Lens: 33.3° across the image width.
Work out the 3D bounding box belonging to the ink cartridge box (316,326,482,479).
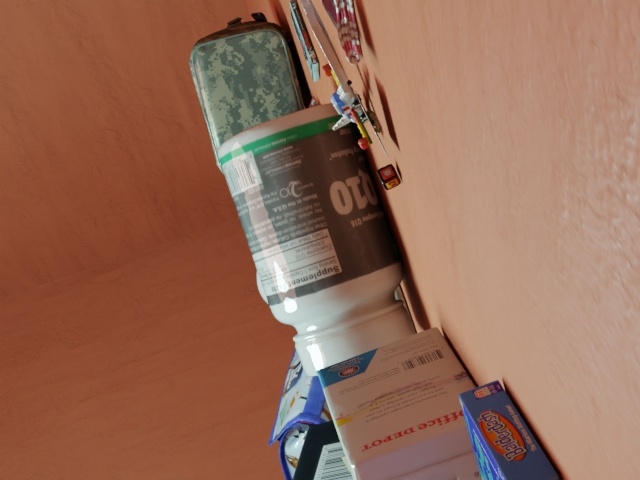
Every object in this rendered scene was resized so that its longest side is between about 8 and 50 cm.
[{"bbox_3d":[0.115,0.249,1.298,0.232,0.171,0.168,-114,5,-67],"label":"ink cartridge box"}]

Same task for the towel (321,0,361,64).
[{"bbox_3d":[0.002,-0.309,1.202,0.197,0.029,0.144,74,177,-55],"label":"towel"}]

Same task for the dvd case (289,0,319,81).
[{"bbox_3d":[-0.027,-0.336,1.800,0.087,0.013,0.119,85,165,-80],"label":"dvd case"}]

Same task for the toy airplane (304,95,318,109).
[{"bbox_3d":[0.002,-0.198,2.021,0.151,0.028,0.151,159,90,-89],"label":"toy airplane"}]

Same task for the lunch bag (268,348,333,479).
[{"bbox_3d":[0.027,0.382,2.445,0.385,0.239,0.327,78,-158,-48],"label":"lunch bag"}]

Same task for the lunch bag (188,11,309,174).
[{"bbox_3d":[-0.141,-0.306,2.222,0.256,0.213,0.305,-104,-1,-75],"label":"lunch bag"}]

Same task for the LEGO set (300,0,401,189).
[{"bbox_3d":[0.020,-0.172,1.251,0.244,0.060,0.182,59,-172,-31],"label":"LEGO set"}]

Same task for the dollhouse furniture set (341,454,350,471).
[{"bbox_3d":[0.087,0.342,1.744,0.161,0.182,0.101,-14,108,49],"label":"dollhouse furniture set"}]

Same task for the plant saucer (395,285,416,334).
[{"bbox_3d":[0.085,0.126,1.881,0.400,0.101,0.400,160,90,-88],"label":"plant saucer"}]

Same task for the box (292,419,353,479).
[{"bbox_3d":[0.115,0.546,1.892,0.293,0.212,0.395,-70,-39,-62],"label":"box"}]

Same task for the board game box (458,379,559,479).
[{"bbox_3d":[0.198,0.264,1.029,0.160,0.047,0.210,-114,5,-64],"label":"board game box"}]

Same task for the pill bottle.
[{"bbox_3d":[0.000,0.000,1.559,0.204,0.204,0.361,167,84,-88],"label":"pill bottle"}]

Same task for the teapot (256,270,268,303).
[{"bbox_3d":[0.003,0.068,2.218,0.187,0.252,0.256,27,178,29],"label":"teapot"}]
